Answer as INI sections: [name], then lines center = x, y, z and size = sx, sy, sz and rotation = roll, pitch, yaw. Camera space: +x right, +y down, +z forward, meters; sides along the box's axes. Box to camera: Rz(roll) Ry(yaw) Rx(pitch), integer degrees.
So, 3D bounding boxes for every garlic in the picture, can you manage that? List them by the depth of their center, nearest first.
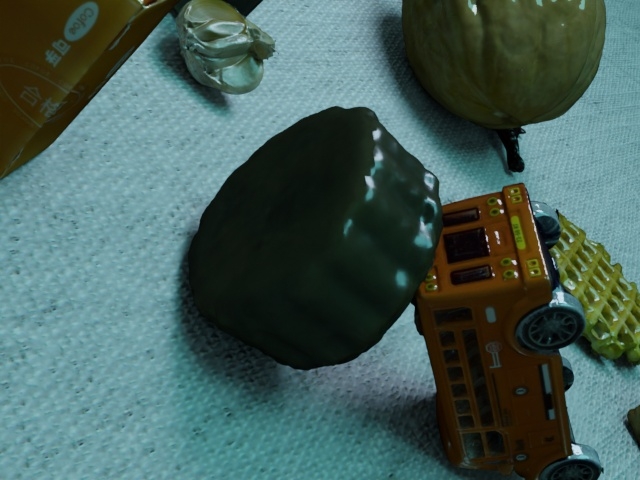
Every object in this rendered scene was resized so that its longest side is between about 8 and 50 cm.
[garlic]
center = -0.110, -0.203, 1.238
size = 0.094, 0.074, 0.113
rotation = -23, 77, -29

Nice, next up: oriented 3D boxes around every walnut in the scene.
[walnut]
center = 0.249, -0.310, 1.611
size = 0.252, 0.277, 0.313
rotation = -3, 83, -17

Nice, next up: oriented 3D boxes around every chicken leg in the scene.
[chicken leg]
center = 0.281, -0.178, 1.747
size = 0.093, 0.053, 0.205
rotation = 55, 32, -19

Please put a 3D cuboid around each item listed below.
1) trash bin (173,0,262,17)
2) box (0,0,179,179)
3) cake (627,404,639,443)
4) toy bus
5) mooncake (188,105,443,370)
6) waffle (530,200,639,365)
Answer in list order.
[trash bin]
center = -0.140, -0.376, 1.302
size = 0.240, 0.164, 0.122
rotation = 55, 31, 7
[box]
center = -0.290, -0.242, 0.900
size = 0.341, 0.225, 0.143
rotation = 41, 34, -12
[cake]
center = 0.559, 0.208, 1.440
size = 0.196, 0.293, 0.198
rotation = 1, 51, -51
[toy bus]
center = 0.173, 0.113, 1.109
size = 0.143, 0.153, 0.329
rotation = -95, 170, -46
[mooncake]
center = 0.000, 0.000, 1.015
size = 0.124, 0.228, 0.228
rotation = 41, 31, -29
[waffle]
center = 0.354, 0.054, 1.580
size = 0.254, 0.052, 0.245
rotation = 25, 37, -34
